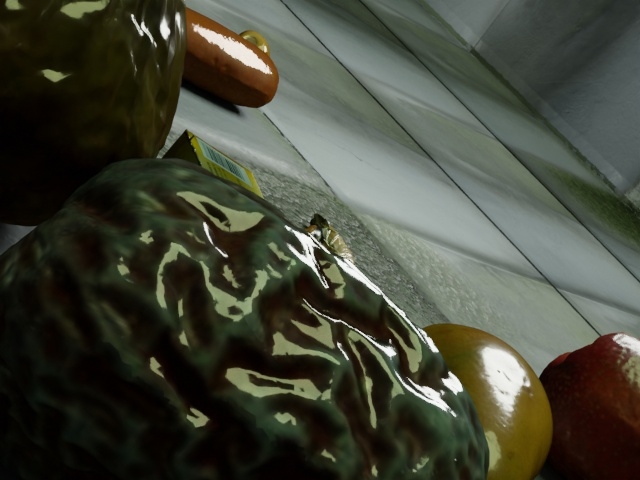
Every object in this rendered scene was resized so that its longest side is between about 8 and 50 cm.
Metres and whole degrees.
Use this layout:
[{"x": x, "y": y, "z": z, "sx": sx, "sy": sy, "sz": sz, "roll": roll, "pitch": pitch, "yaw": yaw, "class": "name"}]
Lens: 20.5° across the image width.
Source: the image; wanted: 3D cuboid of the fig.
[{"x": -0.186, "y": -0.207, "z": 1.236, "sx": 0.286, "sy": 0.369, "sz": 0.286, "roll": 34, "pitch": 4, "yaw": -3, "class": "fig"}]

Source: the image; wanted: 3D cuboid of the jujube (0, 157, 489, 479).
[{"x": -0.049, "y": 0.093, "z": 1.004, "sx": 0.317, "sy": 0.226, "sz": 0.226, "roll": 42, "pitch": 14, "yaw": -12, "class": "jujube"}]

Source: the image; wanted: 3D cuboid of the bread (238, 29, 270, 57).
[{"x": -0.087, "y": -0.193, "z": 2.064, "sx": 0.049, "sy": 0.103, "sz": 0.062, "roll": 33, "pitch": 56, "yaw": 17, "class": "bread"}]

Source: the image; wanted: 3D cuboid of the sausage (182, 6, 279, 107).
[{"x": -0.120, "y": -0.201, "z": 1.941, "sx": 0.197, "sy": 0.076, "sz": 0.076, "roll": 26, "pitch": 20, "yaw": -45, "class": "sausage"}]

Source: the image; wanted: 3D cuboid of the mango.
[{"x": 0.125, "y": 0.150, "z": 1.428, "sx": 0.138, "sy": 0.113, "sz": 0.253, "roll": 36, "pitch": 17, "yaw": -14, "class": "mango"}]

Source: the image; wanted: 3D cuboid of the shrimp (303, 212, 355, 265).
[{"x": 0.000, "y": 0.000, "z": 1.747, "sx": 0.059, "sy": 0.023, "sz": 0.108, "roll": 19, "pitch": 23, "yaw": -33, "class": "shrimp"}]

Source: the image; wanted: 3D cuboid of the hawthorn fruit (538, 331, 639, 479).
[{"x": 0.284, "y": 0.179, "z": 1.680, "sx": 0.179, "sy": 0.173, "sz": 0.173, "roll": 67, "pitch": 17, "yaw": 1, "class": "hawthorn fruit"}]

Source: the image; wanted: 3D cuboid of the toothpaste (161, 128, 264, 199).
[{"x": -0.068, "y": 0.018, "z": 1.434, "sx": 0.089, "sy": 0.071, "sz": 0.313, "roll": 34, "pitch": 15, "yaw": -30, "class": "toothpaste"}]
